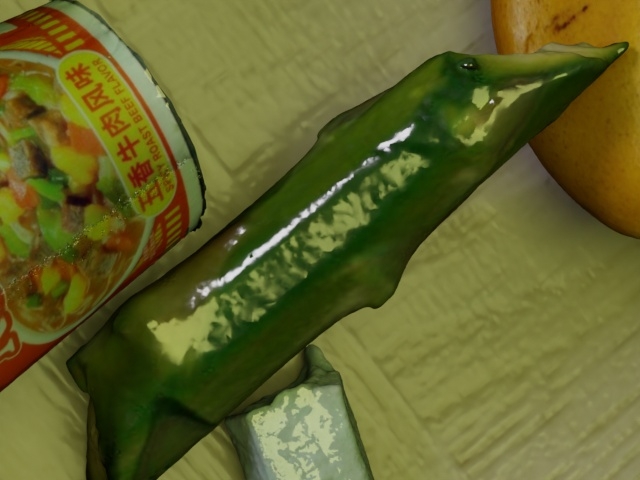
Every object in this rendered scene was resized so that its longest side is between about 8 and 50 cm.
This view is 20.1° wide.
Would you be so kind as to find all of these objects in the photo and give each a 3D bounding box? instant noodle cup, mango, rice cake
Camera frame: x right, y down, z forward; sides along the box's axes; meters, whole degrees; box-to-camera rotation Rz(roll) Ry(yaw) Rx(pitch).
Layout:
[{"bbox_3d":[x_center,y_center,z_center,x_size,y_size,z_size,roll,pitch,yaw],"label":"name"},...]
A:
[{"bbox_3d":[-0.172,-0.002,0.815,0.212,0.193,0.193,-35,96,-23],"label":"instant noodle cup"},{"bbox_3d":[0.155,-0.109,0.915,0.112,0.144,0.219,2,85,-50],"label":"mango"},{"bbox_3d":[0.010,0.159,0.900,0.063,0.069,0.206,-19,93,-15],"label":"rice cake"}]

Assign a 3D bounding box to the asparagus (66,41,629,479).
[{"bbox_3d":[0.000,0.000,0.860,0.343,0.082,0.085,-42,98,6],"label":"asparagus"}]
